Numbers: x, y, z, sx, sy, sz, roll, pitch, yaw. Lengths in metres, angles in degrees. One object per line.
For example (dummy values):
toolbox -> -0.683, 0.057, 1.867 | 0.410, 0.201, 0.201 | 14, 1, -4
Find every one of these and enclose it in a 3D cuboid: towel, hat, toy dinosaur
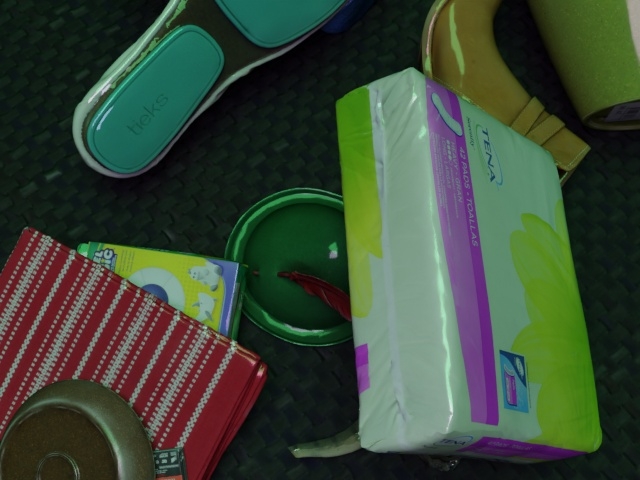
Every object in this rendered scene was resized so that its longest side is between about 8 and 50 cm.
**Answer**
towel -> -0.205, 0.133, 0.774 | 0.275, 0.031, 0.199 | 28, 93, 12
hat -> 0.000, 0.000, 0.782 | 0.208, 0.183, 0.173 | 30, 71, 11
toy dinosaur -> 0.109, 0.153, 0.788 | 0.268, 0.064, 0.118 | -40, 66, -14

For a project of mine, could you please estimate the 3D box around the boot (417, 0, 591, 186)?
boot -> 0.195, -0.156, 0.892 | 0.220, 0.109, 0.283 | 29, 71, 13

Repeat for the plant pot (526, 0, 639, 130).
plant pot -> 0.336, -0.276, 0.889 | 0.275, 0.275, 0.293 | -3, 83, -2

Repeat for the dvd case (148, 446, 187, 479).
dvd case -> -0.156, 0.249, 0.735 | 0.087, 0.013, 0.119 | -11, 83, 12

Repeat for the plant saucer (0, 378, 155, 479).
plant saucer -> -0.227, 0.209, 0.735 | 0.168, 0.029, 0.168 | -2, 83, 19

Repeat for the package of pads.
package of pads -> 0.126, 0.030, 0.688 | 0.101, 0.229, 0.296 | -21, 62, 39

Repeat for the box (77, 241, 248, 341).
box -> -0.168, 0.060, 0.811 | 0.179, 0.043, 0.105 | 7, 84, 12

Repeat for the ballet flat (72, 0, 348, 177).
ballet flat -> -0.114, -0.231, 0.889 | 0.400, 0.139, 0.139 | -44, 73, -5

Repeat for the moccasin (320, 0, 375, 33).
moccasin -> 0.082, -0.402, 0.982 | 0.117, 0.137, 0.342 | 39, 70, 7
